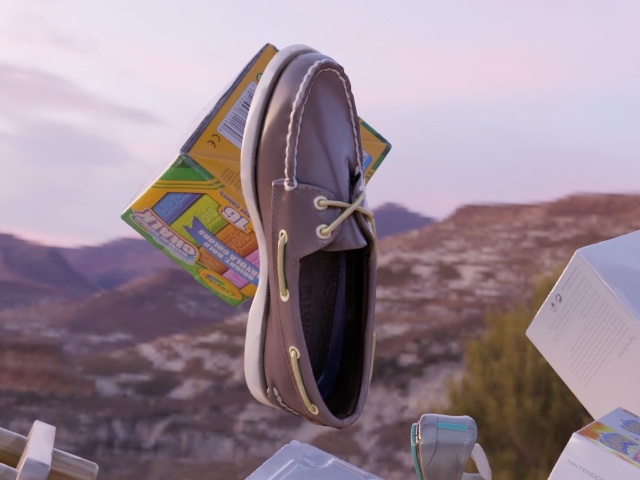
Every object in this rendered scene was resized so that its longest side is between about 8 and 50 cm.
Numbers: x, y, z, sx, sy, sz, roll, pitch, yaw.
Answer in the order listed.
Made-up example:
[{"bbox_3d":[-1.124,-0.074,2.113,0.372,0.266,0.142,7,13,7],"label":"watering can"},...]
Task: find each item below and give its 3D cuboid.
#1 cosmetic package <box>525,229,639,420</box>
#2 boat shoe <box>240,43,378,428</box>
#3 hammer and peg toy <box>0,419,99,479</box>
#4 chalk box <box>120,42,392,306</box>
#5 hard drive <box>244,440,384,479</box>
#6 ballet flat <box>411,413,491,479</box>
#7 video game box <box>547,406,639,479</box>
[{"bbox_3d":[0.375,0.108,1.270,0.224,0.224,0.138,-14,-37,-33],"label":"cosmetic package"},{"bbox_3d":[0.000,0.000,1.064,0.117,0.324,0.097,-8,18,-40],"label":"boat shoe"},{"bbox_3d":[-0.278,0.290,1.007,0.127,0.265,0.361,23,-4,-10],"label":"hammer and peg toy"},{"bbox_3d":[-0.089,-0.056,1.414,0.179,0.180,0.289,39,-27,-9],"label":"chalk box"},{"bbox_3d":[0.045,0.359,1.404,0.339,0.064,0.237,21,30,26],"label":"hard drive"},{"bbox_3d":[0.124,0.231,1.157,0.068,0.072,0.213,-3,-40,7],"label":"ballet flat"},{"bbox_3d":[0.264,0.185,0.865,0.187,0.048,0.205,26,7,20],"label":"video game box"}]
